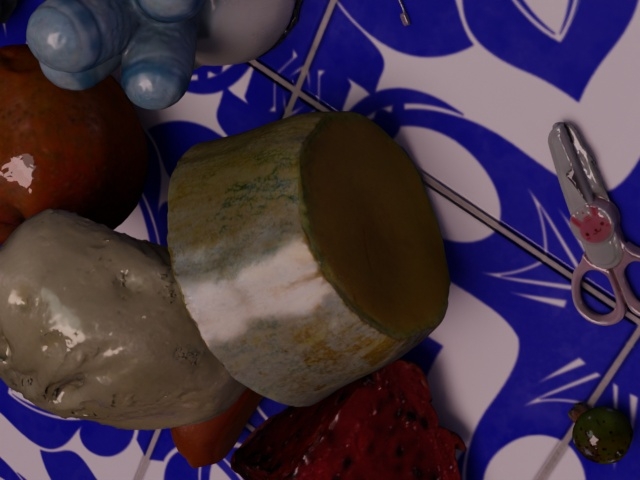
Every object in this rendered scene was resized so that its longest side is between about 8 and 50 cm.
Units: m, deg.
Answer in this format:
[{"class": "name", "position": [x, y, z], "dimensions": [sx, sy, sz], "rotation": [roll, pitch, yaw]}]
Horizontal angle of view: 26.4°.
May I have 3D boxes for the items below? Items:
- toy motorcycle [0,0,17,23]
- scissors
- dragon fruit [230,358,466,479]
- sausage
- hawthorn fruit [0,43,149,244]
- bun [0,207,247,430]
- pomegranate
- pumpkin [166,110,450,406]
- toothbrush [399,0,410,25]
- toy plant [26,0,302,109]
[{"class": "toy motorcycle", "position": [-0.523, -0.259, 1.878], "dimensions": [0.325, 0.148, 0.221], "rotation": [-45, 61, 44]}, {"class": "scissors", "position": [0.304, -0.019, 1.509], "dimensions": [0.118, 0.030, 0.242], "rotation": [-15, 106, 37]}, {"class": "dragon fruit", "position": [0.082, 0.311, 1.774], "dimensions": [0.329, 0.228, 0.286], "rotation": [40, 162, -12]}, {"class": "sausage", "position": [-0.109, 0.169, 1.827], "dimensions": [0.097, 0.094, 0.348], "rotation": [38, 122, 13]}, {"class": "hawthorn fruit", "position": [-0.362, -0.141, 1.760], "dimensions": [0.277, 0.277, 0.298], "rotation": [-6, 89, 35]}, {"class": "bun", "position": [-0.231, 0.113, 1.618], "dimensions": [0.326, 0.362, 0.234], "rotation": [13, 76, 32]}, {"class": "pomegranate", "position": [0.319, 0.222, 1.583], "dimensions": [0.085, 0.073, 0.073], "rotation": [23, 122, 23]}, {"class": "pumpkin", "position": [0.000, 0.000, 1.550], "dimensions": [0.199, 0.332, 0.332], "rotation": [-30, 93, 31]}, {"class": "toothbrush", "position": [0.081, -0.289, 1.547], "dimensions": [0.008, 0.006, 0.097], "rotation": [-13, 103, 40]}, {"class": "toy plant", "position": [-0.199, -0.269, 1.536], "dimensions": [0.247, 0.332, 0.247], "rotation": [15, 121, 27]}]
